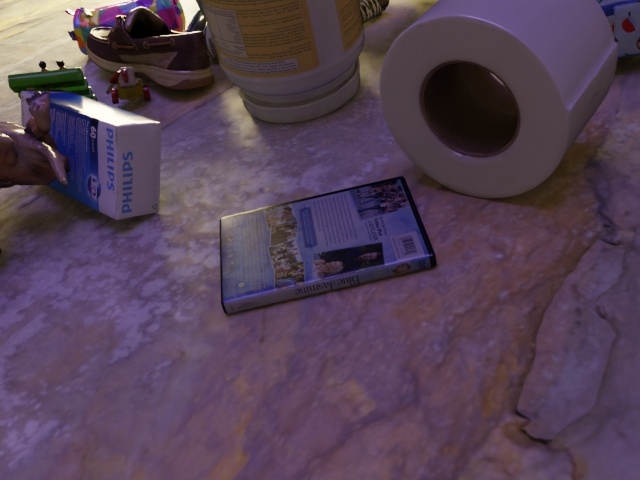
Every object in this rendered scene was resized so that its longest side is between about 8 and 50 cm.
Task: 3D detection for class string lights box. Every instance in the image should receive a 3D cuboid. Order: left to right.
[{"bbox_3d":[-0.340,-0.131,1.146,0.259,0.134,0.076,23,25,38],"label":"string lights box"}]

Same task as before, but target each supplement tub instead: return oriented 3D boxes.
[{"bbox_3d":[-0.062,-0.375,1.211,0.240,0.331,0.241,-8,41,7],"label":"supplement tub"}]

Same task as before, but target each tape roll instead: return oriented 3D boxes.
[{"bbox_3d":[0.218,-0.198,0.972,0.246,0.246,0.169,14,44,32],"label":"tape roll"}]

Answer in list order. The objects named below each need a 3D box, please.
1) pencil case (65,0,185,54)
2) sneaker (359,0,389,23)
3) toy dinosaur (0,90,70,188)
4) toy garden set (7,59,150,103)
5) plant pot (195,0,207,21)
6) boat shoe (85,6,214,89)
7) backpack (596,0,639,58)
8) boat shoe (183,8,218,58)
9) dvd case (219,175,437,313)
[{"bbox_3d":[-0.400,-0.451,1.629,0.236,0.105,0.104,-10,36,2],"label":"pencil case"},{"bbox_3d":[0.088,-0.457,1.508,0.086,0.064,0.192,-6,34,19],"label":"sneaker"},{"bbox_3d":[-0.437,-0.118,1.101,0.295,0.200,0.127,16,57,16],"label":"toy dinosaur"},{"bbox_3d":[-0.393,-0.265,1.314,0.203,0.049,0.244,-9,0,-10],"label":"toy garden set"},{"bbox_3d":[-0.141,-0.530,1.410,0.271,0.272,0.255,-24,48,-14],"label":"plant pot"},{"bbox_3d":[-0.325,-0.374,1.464,0.123,0.123,0.342,-23,36,-37],"label":"boat shoe"},{"bbox_3d":[0.406,-0.376,1.195,0.263,0.213,0.277,-21,38,8],"label":"backpack"},{"bbox_3d":[-0.193,-0.460,1.580,0.102,0.108,0.301,3,46,19],"label":"boat shoe"},{"bbox_3d":[0.000,0.000,0.969,0.252,0.022,0.180,-13,35,1],"label":"dvd case"}]
